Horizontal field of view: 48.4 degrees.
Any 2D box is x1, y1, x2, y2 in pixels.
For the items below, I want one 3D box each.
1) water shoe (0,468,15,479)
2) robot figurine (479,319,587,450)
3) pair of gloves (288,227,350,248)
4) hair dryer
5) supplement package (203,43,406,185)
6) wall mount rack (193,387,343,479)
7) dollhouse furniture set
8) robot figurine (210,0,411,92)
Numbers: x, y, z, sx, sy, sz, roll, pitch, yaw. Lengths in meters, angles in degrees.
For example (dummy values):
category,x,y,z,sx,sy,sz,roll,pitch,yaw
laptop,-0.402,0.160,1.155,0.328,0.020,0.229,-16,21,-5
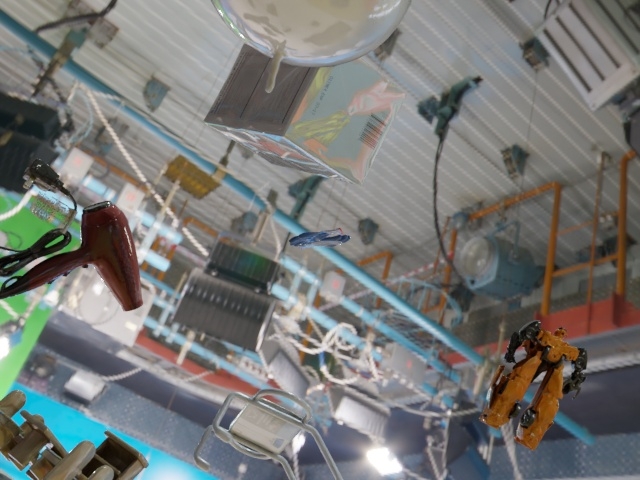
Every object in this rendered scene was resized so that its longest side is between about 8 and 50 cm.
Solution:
category,x,y,z,sx,sy,sz,roll,pitch,yaw
water shoe,-0.357,0.347,0.872,0.203,0.073,0.080,45,-15,-35
robot figurine,0.509,0.336,1.707,0.211,0.291,0.085,31,-8,-5
pair of gloves,0.000,0.000,2.030,0.159,0.023,0.198,-11,-13,10
hair dryer,-0.406,0.027,1.162,0.293,0.223,0.080,35,-15,-33
supplement package,-0.030,-0.177,0.960,0.134,0.139,0.244,30,-4,-34
wall mount rack,-0.080,0.426,1.375,0.304,0.130,0.350,28,-37,-3
dollhouse furniture set,-0.437,0.372,1.265,0.212,0.161,0.242,20,-39,34
robot figurine,0.009,-0.308,0.668,0.200,0.353,0.300,11,-29,15
